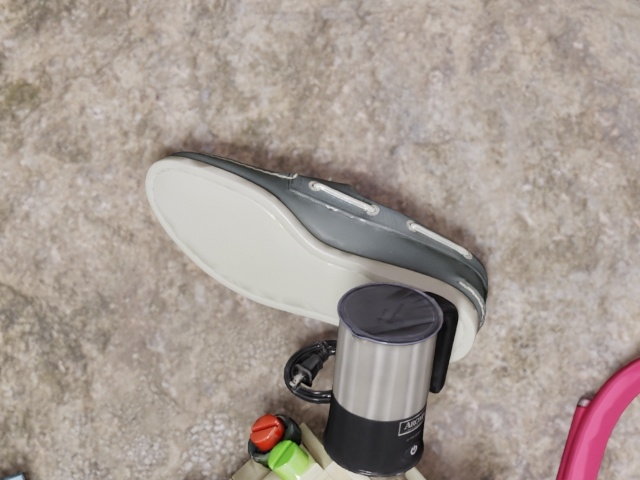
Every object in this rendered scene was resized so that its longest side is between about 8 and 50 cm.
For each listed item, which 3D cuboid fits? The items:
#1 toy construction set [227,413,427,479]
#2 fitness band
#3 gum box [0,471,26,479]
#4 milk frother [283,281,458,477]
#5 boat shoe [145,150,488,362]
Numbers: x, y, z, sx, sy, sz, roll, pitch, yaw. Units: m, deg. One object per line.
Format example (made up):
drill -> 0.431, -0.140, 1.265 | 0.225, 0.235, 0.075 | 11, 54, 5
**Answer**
toy construction set -> -0.029, 0.266, 1.139 | 0.328, 0.215, 0.151 | -30, 121, -11
fitness band -> 0.308, 0.239, 1.222 | 0.209, 0.054, 0.290 | 15, 86, -2
gum box -> -0.319, 0.303, 1.197 | 0.184, 0.041, 0.156 | -18, 88, -11
milk frother -> 0.030, 0.093, 1.137 | 0.143, 0.129, 0.134 | 17, 122, 17
boat shoe -> 0.000, 0.000, 1.231 | 0.320, 0.116, 0.099 | 25, 42, 8
